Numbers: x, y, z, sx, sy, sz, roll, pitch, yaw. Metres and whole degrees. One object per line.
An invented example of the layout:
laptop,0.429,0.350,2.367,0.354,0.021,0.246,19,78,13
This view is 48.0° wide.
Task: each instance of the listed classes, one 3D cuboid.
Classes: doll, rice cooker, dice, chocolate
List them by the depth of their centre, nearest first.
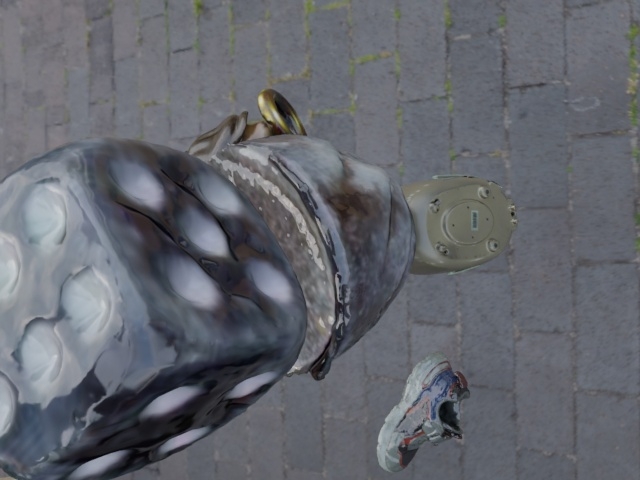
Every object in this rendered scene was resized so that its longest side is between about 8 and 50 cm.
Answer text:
dice,-0.134,0.050,0.499,0.182,0.183,0.181,-43,66,23
chocolate,0.000,0.000,0.916,0.303,0.213,0.303,28,128,42
rice cooker,0.181,-0.022,1.024,0.127,0.207,0.145,175,86,-67
doll,-0.074,-0.070,1.237,0.340,0.318,0.209,43,129,-9

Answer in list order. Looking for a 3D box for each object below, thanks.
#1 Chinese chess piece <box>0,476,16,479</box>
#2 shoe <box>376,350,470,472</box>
Chinese chess piece,-0.311,0.405,0.700,0.338,0.338,0.140,45,143,25
shoe,0.189,0.308,1.215,0.126,0.099,0.227,29,102,31
